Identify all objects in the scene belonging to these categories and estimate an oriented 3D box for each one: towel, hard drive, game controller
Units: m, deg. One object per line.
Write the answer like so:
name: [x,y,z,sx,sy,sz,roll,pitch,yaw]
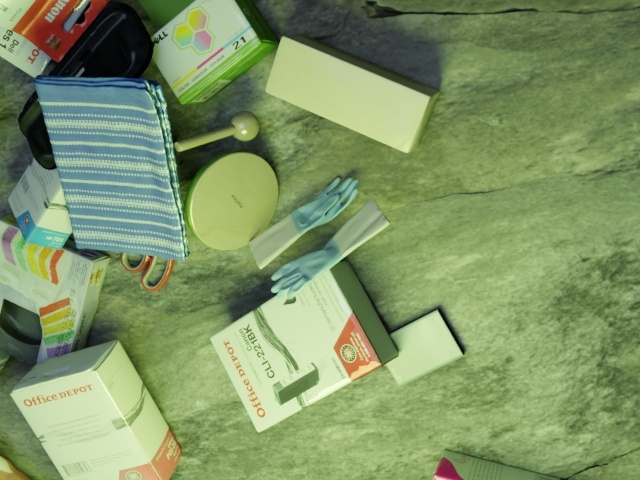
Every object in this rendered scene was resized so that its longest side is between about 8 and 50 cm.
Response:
towel: [-0.355,-0.120,1.407,0.243,0.040,0.336,6,121,19]
hard drive: [0.175,0.191,1.462,0.135,0.022,0.094,-30,90,20]
game controller: [-0.422,-0.273,1.469,0.319,0.067,0.166,-43,65,18]

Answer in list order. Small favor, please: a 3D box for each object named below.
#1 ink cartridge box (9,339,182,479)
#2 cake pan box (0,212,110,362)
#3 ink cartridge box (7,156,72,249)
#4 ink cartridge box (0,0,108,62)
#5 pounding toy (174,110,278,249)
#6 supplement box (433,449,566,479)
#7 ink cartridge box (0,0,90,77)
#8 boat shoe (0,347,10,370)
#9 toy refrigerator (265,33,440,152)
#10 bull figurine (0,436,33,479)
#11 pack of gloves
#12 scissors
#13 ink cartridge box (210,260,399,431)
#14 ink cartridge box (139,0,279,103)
ink cartridge box: [-0.429,0.353,1.591,0.207,0.117,0.283,-17,111,20]
cake pan box: [-0.573,0.110,1.658,0.245,0.070,0.267,24,107,14]
ink cartridge box: [-0.501,-0.101,1.561,0.191,0.082,0.140,-51,50,17]
ink cartridge box: [-0.490,-0.437,1.387,0.232,0.066,0.189,39,105,-21]
pounding toy: [-0.183,-0.107,1.464,0.110,0.183,0.237,30,136,46]
supplement box: [0.303,0.457,1.422,0.220,0.111,0.114,12,104,16]
ink cartridge box: [-0.565,-0.456,1.464,0.278,0.117,0.201,33,111,-23]
boat shoe: [-0.832,0.191,1.728,0.367,0.136,0.156,35,111,-2]
toy refrigerator: [0.055,-0.252,1.387,0.269,0.094,0.102,25,113,12]
bull figurine: [-0.684,0.537,1.751,0.310,0.101,0.188,35,111,11]
pack of gloves: [0.000,0.000,1.407,0.232,0.195,0.046,-36,126,6]
scissors: [-0.292,-0.042,1.571,0.109,0.021,0.297,32,106,12]
ink cartridge box: [-0.032,0.189,1.466,0.272,0.114,0.197,-33,80,20]
ink cartridge box: [-0.225,-0.396,1.445,0.188,0.097,0.255,-33,89,20]
